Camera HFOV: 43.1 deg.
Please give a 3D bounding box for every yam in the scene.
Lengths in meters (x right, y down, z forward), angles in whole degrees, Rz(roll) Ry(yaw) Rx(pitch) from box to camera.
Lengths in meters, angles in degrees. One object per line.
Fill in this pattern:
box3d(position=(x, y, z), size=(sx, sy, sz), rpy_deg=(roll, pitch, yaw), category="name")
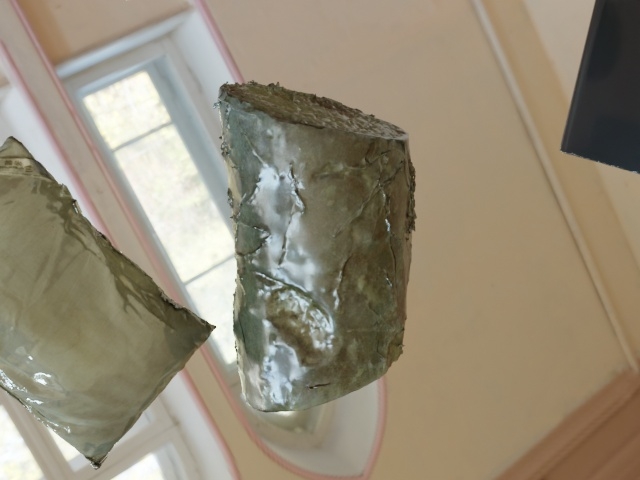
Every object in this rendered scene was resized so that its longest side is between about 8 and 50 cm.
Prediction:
box3d(position=(0.000, 0.000, 0.637), size=(0.154, 0.254, 0.154), rpy_deg=(-3, -166, 1), category="yam")

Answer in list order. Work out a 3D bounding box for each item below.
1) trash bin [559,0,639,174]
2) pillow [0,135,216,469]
box3d(position=(0.358, -0.181, 0.830), size=(0.165, 0.225, 0.115), rpy_deg=(23, -163, 35), category="trash bin")
box3d(position=(-0.198, 0.052, 0.611), size=(0.148, 0.229, 0.050), rpy_deg=(-47, -156, -12), category="pillow")
